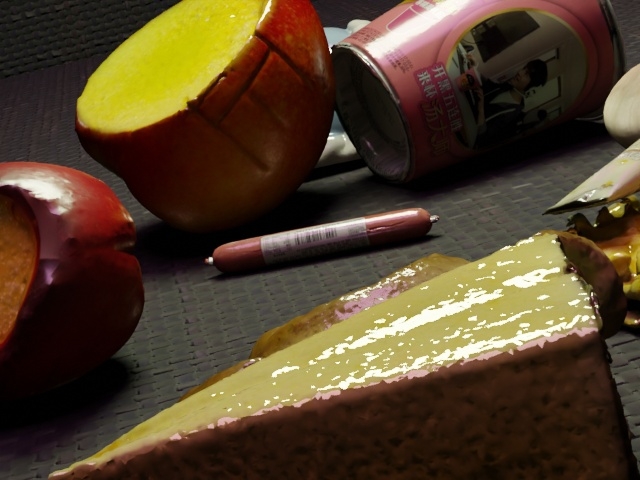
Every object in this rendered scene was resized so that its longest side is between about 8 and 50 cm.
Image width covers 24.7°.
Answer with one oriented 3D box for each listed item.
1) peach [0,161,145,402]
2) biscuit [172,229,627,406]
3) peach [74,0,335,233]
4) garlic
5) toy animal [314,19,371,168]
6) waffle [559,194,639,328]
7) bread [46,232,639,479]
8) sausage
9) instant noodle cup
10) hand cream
[{"bbox_3d":[-0.255,0.036,1.147,0.226,0.190,0.196,-13,23,-23],"label":"peach"},{"bbox_3d":[0.023,0.078,0.819,0.274,0.091,0.213,-24,-9,-32],"label":"biscuit"},{"bbox_3d":[-0.099,-0.144,1.516,0.275,0.248,0.245,-46,-30,6],"label":"peach"},{"bbox_3d":[0.356,-0.127,1.393,0.124,0.099,0.174,-37,25,-23],"label":"garlic"},{"bbox_3d":[-0.011,-0.171,1.724,0.204,0.156,0.208,-10,12,-1],"label":"toy animal"},{"bbox_3d":[0.302,-0.009,1.080,0.262,0.060,0.280,-27,16,-32],"label":"waffle"},{"bbox_3d":[0.023,0.113,0.699,0.264,0.168,0.163,-13,15,5],"label":"bread"},{"bbox_3d":[0.000,0.000,1.349,0.223,0.029,0.029,-11,16,9],"label":"sausage"},{"bbox_3d":[0.153,-0.184,1.552,0.255,0.244,0.244,-27,19,-18],"label":"instant noodle cup"},{"bbox_3d":[0.235,-0.050,1.155,0.061,0.039,0.143,-10,12,46],"label":"hand cream"}]
